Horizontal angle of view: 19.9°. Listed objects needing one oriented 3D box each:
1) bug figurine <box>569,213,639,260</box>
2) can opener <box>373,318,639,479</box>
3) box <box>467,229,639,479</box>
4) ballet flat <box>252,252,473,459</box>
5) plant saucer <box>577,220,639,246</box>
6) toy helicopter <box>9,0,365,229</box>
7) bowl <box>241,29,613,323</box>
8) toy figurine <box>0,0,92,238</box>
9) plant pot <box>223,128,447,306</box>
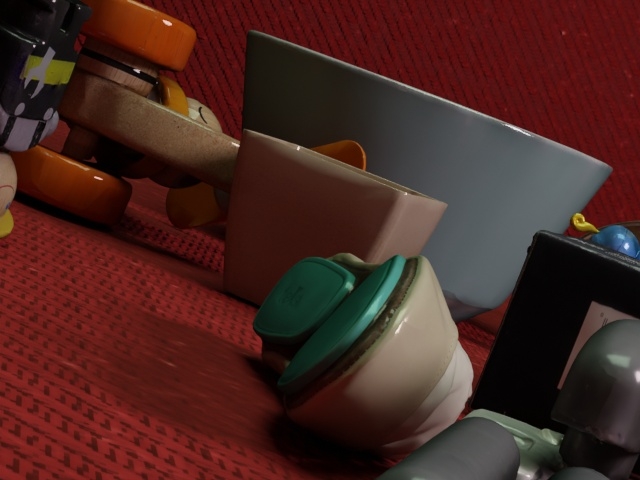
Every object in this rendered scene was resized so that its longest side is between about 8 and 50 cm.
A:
[{"bbox_3d":[0.244,0.073,1.252,0.216,0.072,0.279,32,-16,6],"label":"bug figurine"},{"bbox_3d":[0.068,0.074,0.599,0.074,0.093,0.280,23,9,12],"label":"can opener"},{"bbox_3d":[0.188,0.071,1.038,0.153,0.108,0.207,22,4,16],"label":"box"},{"bbox_3d":[0.026,0.050,0.775,0.086,0.086,0.248,21,3,-7],"label":"ballet flat"},{"bbox_3d":[0.248,0.040,1.467,0.168,0.168,0.029,25,-31,39],"label":"plant saucer"},{"bbox_3d":[-0.119,-0.080,1.311,0.235,0.140,0.355,22,1,-23],"label":"toy helicopter"},{"bbox_3d":[0.059,-0.040,1.460,0.311,0.163,0.311,22,4,-2],"label":"bowl"},{"bbox_3d":[-0.241,-0.101,0.957,0.213,0.148,0.209,22,9,-27],"label":"toy figurine"},{"bbox_3d":[0.000,0.000,1.101,0.109,0.096,0.109,22,3,16],"label":"plant pot"}]
